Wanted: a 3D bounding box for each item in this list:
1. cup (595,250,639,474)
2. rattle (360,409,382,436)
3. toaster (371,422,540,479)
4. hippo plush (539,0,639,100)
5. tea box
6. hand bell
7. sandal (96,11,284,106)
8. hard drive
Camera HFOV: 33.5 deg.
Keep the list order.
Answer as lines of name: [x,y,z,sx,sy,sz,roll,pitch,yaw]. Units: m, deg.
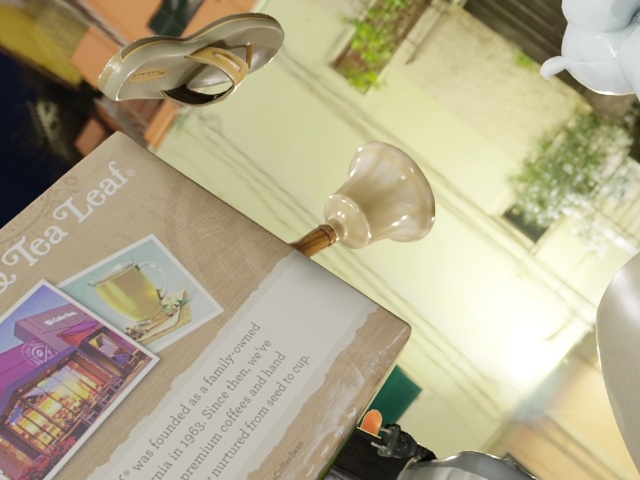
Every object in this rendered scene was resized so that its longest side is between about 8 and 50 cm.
cup: [0.441,0.124,1.163,0.331,0.331,0.237,24,-159,-39]
rattle: [0.025,0.322,1.383,0.130,0.142,0.199,12,-160,10]
toaster: [0.103,0.219,0.596,0.227,0.146,0.129,33,157,-10]
hippo plush: [0.385,-0.217,1.141,0.236,0.234,0.294,44,152,50]
tea box: [-0.155,0.177,0.623,0.220,0.323,0.329,33,-129,9]
hand bell: [0.000,0.000,1.130,0.126,0.126,0.242,42,-128,19]
sandal: [-0.093,-0.133,0.835,0.180,0.072,0.049,-24,-112,-46]
hard drive: [0.089,0.242,0.936,0.172,0.054,0.254,17,156,41]
